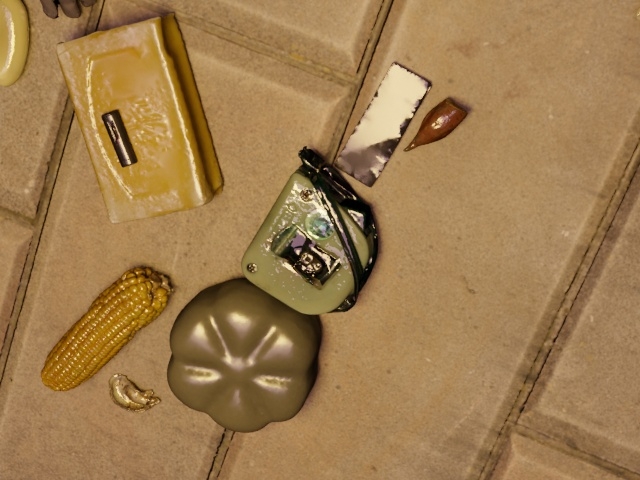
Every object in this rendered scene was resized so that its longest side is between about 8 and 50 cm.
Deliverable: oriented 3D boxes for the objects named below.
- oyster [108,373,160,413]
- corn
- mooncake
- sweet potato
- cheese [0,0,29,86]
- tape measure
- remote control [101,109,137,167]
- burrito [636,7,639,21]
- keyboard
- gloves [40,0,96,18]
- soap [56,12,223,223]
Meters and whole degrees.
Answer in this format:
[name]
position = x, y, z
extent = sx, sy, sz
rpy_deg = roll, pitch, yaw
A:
[oyster]
position = -0.340, 0.277, 1.843
extent = 0.081, 0.038, 0.083
rpy_deg = -21, 72, -8
[corn]
position = -0.384, 0.164, 1.773
extent = 0.102, 0.102, 0.313
rpy_deg = 44, 109, -3
[mooncake]
position = -0.131, 0.197, 1.716
extent = 0.275, 0.135, 0.275
rpy_deg = 2, 107, 7
[sweet potato]
position = 0.175, -0.176, 1.587
extent = 0.117, 0.049, 0.049
rpy_deg = -39, 95, 19
[cheese]
position = -0.525, -0.389, 1.672
extent = 0.127, 0.050, 0.255
rpy_deg = 24, 107, 6
[tape measure]
position = 0.000, 0.000, 1.640
extent = 0.207, 0.115, 0.235
rpy_deg = 33, 109, 3
[remote control]
position = -0.323, -0.161, 1.620
extent = 0.034, 0.016, 0.091
rpy_deg = -18, 102, 12
[burrito]
position = 0.574, -0.257, 1.477
extent = 0.082, 0.059, 0.275
rpy_deg = -41, 94, 26
[keyboard]
position = 0.099, -0.183, 1.620
extent = 0.074, 0.015, 0.196
rpy_deg = 32, 109, 6
[gloves]
position = -0.381, -0.483, 1.588
extent = 0.142, 0.119, 0.285
rpy_deg = 29, 113, 25
[soap]
position = -0.294, -0.194, 1.659
extent = 0.199, 0.091, 0.315
rpy_deg = -10, 103, 16
